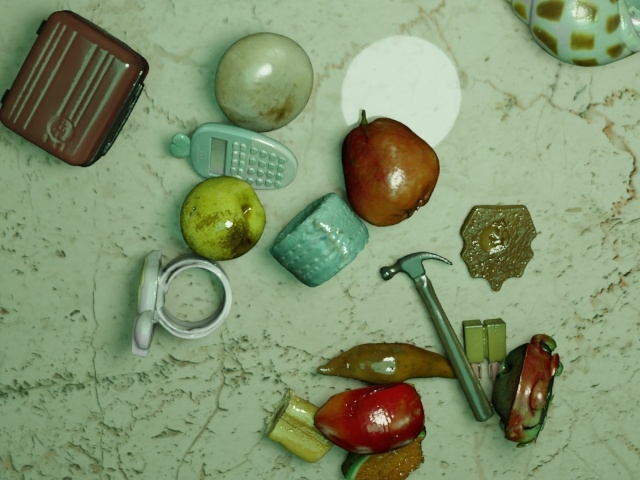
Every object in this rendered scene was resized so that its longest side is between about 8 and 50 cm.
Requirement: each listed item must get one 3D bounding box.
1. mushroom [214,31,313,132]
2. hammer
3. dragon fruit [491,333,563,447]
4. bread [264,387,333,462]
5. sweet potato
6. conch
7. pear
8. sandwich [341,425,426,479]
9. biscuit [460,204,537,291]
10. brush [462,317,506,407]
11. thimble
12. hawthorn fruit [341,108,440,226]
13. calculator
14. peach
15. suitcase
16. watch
[{"bbox_3d":[-0.126,-0.349,1.449,0.226,0.178,0.226,-16,127,-22],"label":"mushroom"},{"bbox_3d":[0.306,0.232,1.593,0.168,0.044,0.440,-24,90,10],"label":"hammer"},{"bbox_3d":[0.492,0.358,1.565,0.130,0.295,0.268,12,112,27],"label":"dragon fruit"},{"bbox_3d":[-0.046,0.472,1.667,0.173,0.085,0.134,34,93,-6],"label":"bread"},{"bbox_3d":[0.169,0.304,1.618,0.359,0.112,0.112,-3,102,-3],"label":"sweet potato"},{"bbox_3d":[0.553,-0.499,1.401,0.368,0.197,0.249,42,63,-4],"label":"conch"},{"bbox_3d":[-0.231,-0.047,1.502,0.197,0.197,0.197,0,102,0],"label":"pear"},{"bbox_3d":[0.177,0.541,1.691,0.159,0.079,0.235,38,104,-18],"label":"sandwich"},{"bbox_3d":[0.427,0.019,1.592,0.182,0.034,0.215,0,104,1],"label":"biscuit"},{"bbox_3d":[0.413,0.313,1.651,0.103,0.047,0.233,-5,103,2],"label":"brush"},{"bbox_3d":[0.000,0.000,1.492,0.143,0.235,0.198,46,70,-8],"label":"thimble"},{"bbox_3d":[0.143,-0.170,1.472,0.224,0.224,0.261,-34,85,7],"label":"hawthorn fruit"},{"bbox_3d":[-0.197,-0.191,1.498,0.295,0.042,0.184,13,145,-3],"label":"calculator"},{"bbox_3d":[0.120,0.425,1.567,0.267,0.154,0.158,-3,58,-8],"label":"peach"},{"bbox_3d":[-0.539,-0.331,1.456,0.236,0.161,0.297,32,100,-6],"label":"suitcase"},{"bbox_3d":[-0.323,0.154,1.556,0.218,0.211,0.248,7,94,-10],"label":"watch"}]
